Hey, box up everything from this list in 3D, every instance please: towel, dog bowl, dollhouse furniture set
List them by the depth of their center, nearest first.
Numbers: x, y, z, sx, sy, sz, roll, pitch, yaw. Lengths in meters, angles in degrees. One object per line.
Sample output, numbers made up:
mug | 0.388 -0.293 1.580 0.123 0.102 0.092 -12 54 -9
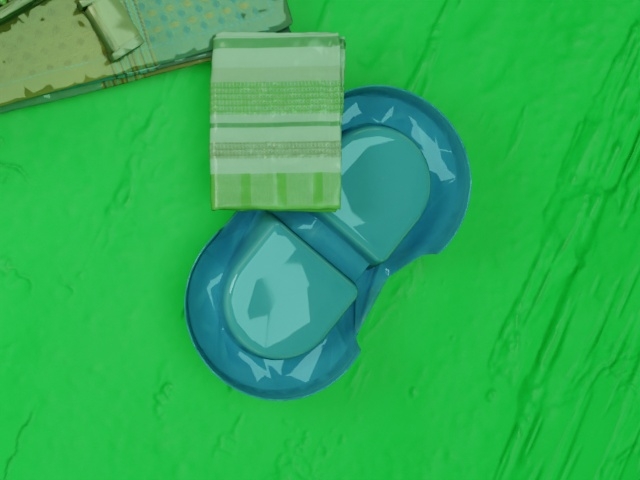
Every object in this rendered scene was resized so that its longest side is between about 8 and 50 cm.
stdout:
dollhouse furniture set | -0.221 -0.208 1.093 0.101 0.161 0.182 -32 99 -8
towel | -0.233 -0.253 1.190 0.370 0.040 0.271 -17 96 -11
towel | -0.036 -0.099 1.191 0.113 0.023 0.152 1 83 3
dog bowl | 0.000 0.000 1.246 0.166 0.074 0.297 40 83 -13
